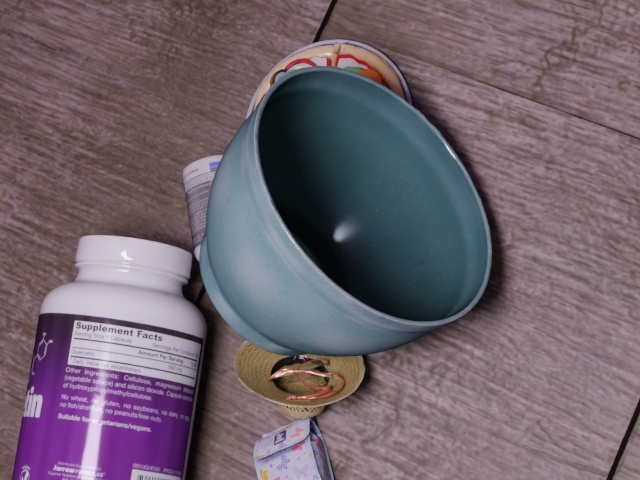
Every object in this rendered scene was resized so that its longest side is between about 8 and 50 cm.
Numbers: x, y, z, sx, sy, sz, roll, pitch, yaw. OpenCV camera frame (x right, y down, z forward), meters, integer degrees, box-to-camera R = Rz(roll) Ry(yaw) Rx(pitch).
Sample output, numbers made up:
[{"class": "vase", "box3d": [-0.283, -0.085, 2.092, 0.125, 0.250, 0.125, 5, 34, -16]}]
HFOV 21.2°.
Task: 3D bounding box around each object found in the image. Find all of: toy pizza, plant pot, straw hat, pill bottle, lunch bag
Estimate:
[{"class": "toy pizza", "box3d": [0.004, -0.126, 1.870, 0.201, 0.032, 0.201, -5, 76, 22]}, {"class": "plant pot", "box3d": [0.000, 0.000, 1.729, 0.196, 0.293, 0.293, -40, 63, 40]}, {"class": "straw hat", "box3d": [-0.022, 0.153, 1.797, 0.144, 0.144, 0.061, 17, 128, 26]}, {"class": "pill bottle", "box3d": [-0.104, -0.018, 1.866, 0.078, 0.078, 0.137, -16, 72, 19]}, {"class": "pill bottle", "box3d": [-0.221, 0.164, 1.818, 0.182, 0.181, 0.322, 3, 79, 24]}, {"class": "lunch bag", "box3d": [-0.031, 0.232, 1.792, 0.071, 0.053, 0.083, -23, 58, 16]}]
